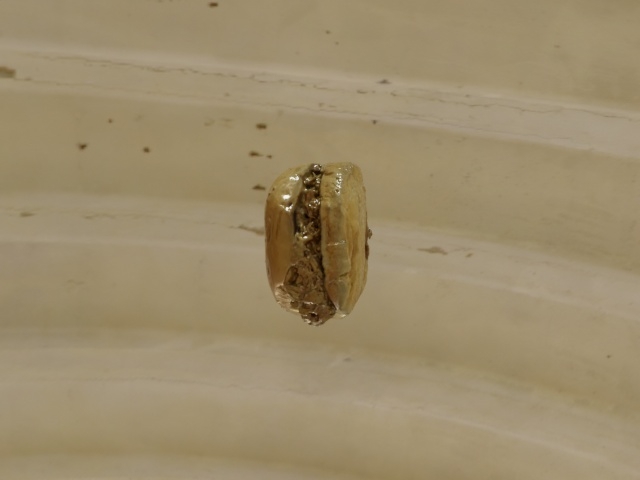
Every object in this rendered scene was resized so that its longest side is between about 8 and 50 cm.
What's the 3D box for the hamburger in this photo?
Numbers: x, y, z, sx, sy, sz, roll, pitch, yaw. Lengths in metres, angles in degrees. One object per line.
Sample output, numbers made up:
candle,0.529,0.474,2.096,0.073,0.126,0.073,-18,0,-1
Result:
hamburger,0.000,0.000,0.720,0.083,0.147,0.138,-2,-79,14
